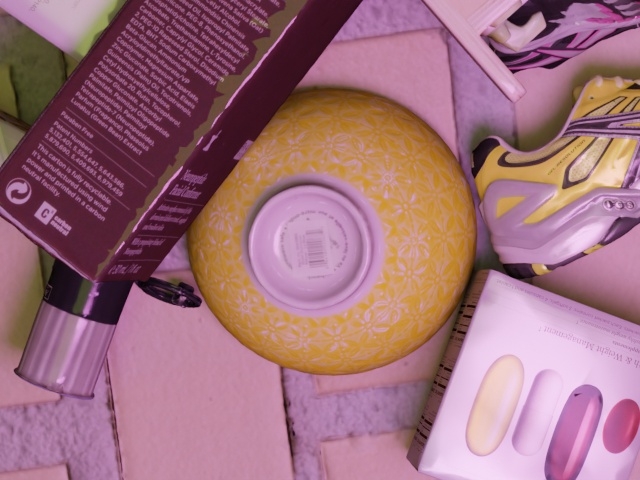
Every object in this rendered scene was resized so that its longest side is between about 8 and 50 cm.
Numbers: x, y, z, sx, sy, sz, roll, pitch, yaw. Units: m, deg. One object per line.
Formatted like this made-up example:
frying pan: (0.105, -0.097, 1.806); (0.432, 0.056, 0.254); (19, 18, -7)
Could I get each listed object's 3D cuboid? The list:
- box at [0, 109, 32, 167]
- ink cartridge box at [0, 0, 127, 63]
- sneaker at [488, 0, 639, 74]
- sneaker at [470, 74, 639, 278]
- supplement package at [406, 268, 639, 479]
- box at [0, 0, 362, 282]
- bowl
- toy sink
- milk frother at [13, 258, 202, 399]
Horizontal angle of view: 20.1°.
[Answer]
box: (-0.305, -0.085, 1.778); (0.324, 0.067, 0.063); (29, 98, -1)
ink cartridge box: (-0.288, -0.298, 1.665); (0.306, 0.226, 0.131); (36, 98, -2)
sneaker: (0.238, -0.207, 1.743); (0.178, 0.077, 0.072); (-12, 59, -12)
sneaker: (0.322, -0.107, 1.713); (0.385, 0.145, 0.147); (-29, 91, 2)
supplement package: (0.209, 0.155, 1.735); (0.194, 0.149, 0.203); (20, 88, 0)
box: (-0.114, -0.146, 1.615); (0.143, 0.191, 0.381); (37, 95, 8)
bowl: (0.000, 0.000, 1.718); (0.290, 0.156, 0.289); (1, 96, 9)
toy sink: (0.138, -0.250, 1.561); (0.131, 0.153, 0.234); (-41, 93, 7)
milk frother: (-0.206, 0.087, 1.767); (0.143, 0.129, 0.134); (21, 95, 6)
